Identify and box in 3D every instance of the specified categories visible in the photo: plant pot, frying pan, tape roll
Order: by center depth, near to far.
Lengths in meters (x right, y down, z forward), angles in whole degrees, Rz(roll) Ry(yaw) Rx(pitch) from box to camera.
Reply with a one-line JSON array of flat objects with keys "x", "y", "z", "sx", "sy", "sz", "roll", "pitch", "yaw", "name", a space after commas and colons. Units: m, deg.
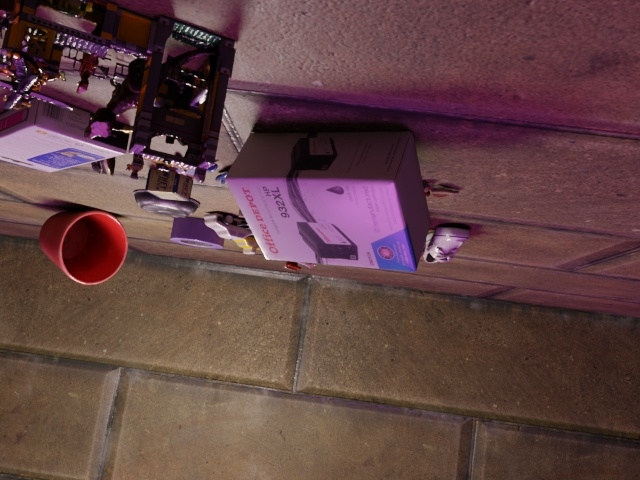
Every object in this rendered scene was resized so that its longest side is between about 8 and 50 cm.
[{"x": -0.485, "y": -0.101, "z": 1.916, "sx": 0.198, "sy": 0.053, "sz": 0.326, "roll": 12, "pitch": 167, "yaw": -21, "name": "frying pan"}, {"x": -0.437, "y": -0.026, "z": 2.227, "sx": 0.189, "sy": 0.080, "sz": 0.189, "roll": 8, "pitch": 171, "yaw": 1, "name": "tape roll"}, {"x": -0.903, "y": 0.006, "z": 2.322, "sx": 0.243, "sy": 0.274, "sz": 0.275, "roll": 14, "pitch": 177, "yaw": 40, "name": "plant pot"}]

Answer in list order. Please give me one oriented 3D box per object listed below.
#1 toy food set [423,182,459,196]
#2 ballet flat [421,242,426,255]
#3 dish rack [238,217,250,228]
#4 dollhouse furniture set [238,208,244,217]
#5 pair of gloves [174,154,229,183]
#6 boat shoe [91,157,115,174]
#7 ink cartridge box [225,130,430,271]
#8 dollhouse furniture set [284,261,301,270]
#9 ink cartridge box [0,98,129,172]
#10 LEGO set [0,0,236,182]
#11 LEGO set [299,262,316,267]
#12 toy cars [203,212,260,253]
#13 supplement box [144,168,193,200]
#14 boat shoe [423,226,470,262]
[{"x": 0.225, "y": -0.108, "z": 1.329, "sx": 0.122, "sy": 0.019, "sz": 0.078, "roll": 3, "pitch": 174, "yaw": -22, "name": "toy food set"}, {"x": 0.219, "y": -0.013, "z": 1.676, "sx": 0.106, "sy": 0.107, "sz": 0.316, "roll": -10, "pitch": 162, "yaw": 43, "name": "ballet flat"}, {"x": -0.071, "y": -0.048, "z": 1.784, "sx": 0.208, "sy": 0.074, "sz": 0.272, "roll": 1, "pitch": 169, "yaw": 41, "name": "dish rack"}, {"x": -0.145, "y": -0.098, "z": 1.551, "sx": 0.115, "sy": 0.090, "sz": 0.081, "roll": 7, "pitch": -173, "yaw": -17, "name": "dollhouse furniture set"}, {"x": -0.238, "y": -0.156, "z": 1.410, "sx": 0.198, "sy": 0.023, "sz": 0.159, "roll": 12, "pitch": 172, "yaw": -20, "name": "pair of gloves"}, {"x": -0.494, "y": -0.174, "z": 1.408, "sx": 0.049, "sy": 0.056, "sz": 0.152, "roll": 5, "pitch": 172, "yaw": -14, "name": "boat shoe"}, {"x": 0.020, "y": -0.070, "z": 1.108, "sx": 0.308, "sy": 0.129, "sz": 0.223, "roll": 4, "pitch": 140, "yaw": 24, "name": "ink cartridge box"}, {"x": 0.017, "y": 0.038, "z": 2.052, "sx": 0.259, "sy": 0.135, "sz": 0.262, "roll": 3, "pitch": 170, "yaw": 30, "name": "dollhouse furniture set"}, {"x": -0.554, "y": -0.202, "z": 1.255, "sx": 0.371, "sy": 0.069, "sz": 0.176, "roll": -5, "pitch": 166, "yaw": 45, "name": "ink cartridge box"}, {"x": -0.268, "y": -0.170, "z": 0.792, "sx": 0.332, "sy": 0.191, "sz": 0.255, "roll": 14, "pitch": 169, "yaw": -34, "name": "LEGO set"}, {"x": 0.000, "y": 0.000, "z": 1.622, "sx": 0.287, "sy": 0.132, "sz": 0.107, "roll": 1, "pitch": -140, "yaw": -29, "name": "LEGO set"}, {"x": -0.268, "y": -0.013, "z": 2.135, "sx": 0.177, "sy": 0.087, "sz": 0.394, "roll": 6, "pitch": 171, "yaw": 12, "name": "toy cars"}, {"x": -0.373, "y": -0.136, "z": 1.537, "sx": 0.083, "sy": 0.056, "sz": 0.083, "roll": 6, "pitch": 171, "yaw": 14, "name": "supplement box"}, {"x": 0.351, "y": 0.018, "z": 1.777, "sx": 0.096, "sy": 0.088, "sz": 0.267, "roll": 7, "pitch": 171, "yaw": -11, "name": "boat shoe"}]
